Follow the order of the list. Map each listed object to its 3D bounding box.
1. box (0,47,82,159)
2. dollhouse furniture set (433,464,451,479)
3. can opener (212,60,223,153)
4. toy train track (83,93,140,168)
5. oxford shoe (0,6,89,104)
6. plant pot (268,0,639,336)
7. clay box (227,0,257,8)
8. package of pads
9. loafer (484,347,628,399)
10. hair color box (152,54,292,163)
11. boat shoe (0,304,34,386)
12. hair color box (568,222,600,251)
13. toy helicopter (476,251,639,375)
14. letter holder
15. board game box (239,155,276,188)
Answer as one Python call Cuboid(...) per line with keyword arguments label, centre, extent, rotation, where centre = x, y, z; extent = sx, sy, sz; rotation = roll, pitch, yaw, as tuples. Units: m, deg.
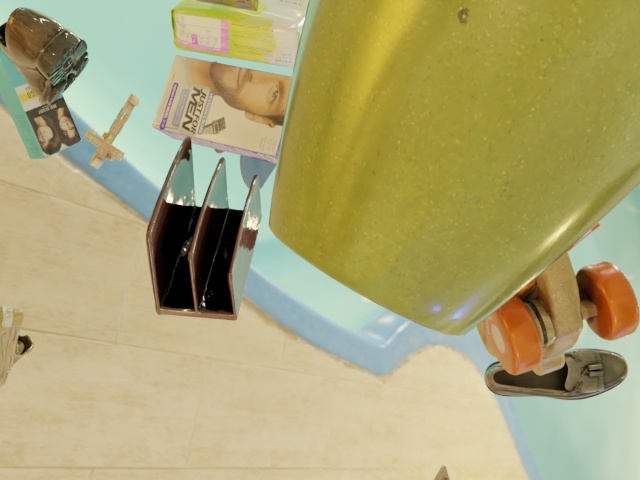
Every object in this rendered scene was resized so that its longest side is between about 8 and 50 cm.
Cuboid(label="box", centre=(-0.595, -0.299, 1.491), extent=(0.100, 0.060, 0.244), rotation=(-39, 120, -42))
Cuboid(label="dollhouse furniture set", centre=(0.288, 0.546, 1.385), extent=(0.123, 0.151, 0.144), rotation=(-46, 128, -38))
Cuboid(label="can opener", centre=(-0.272, -0.352, 1.910), extent=(0.095, 0.076, 0.283), rotation=(-38, 155, -19))
Cuboid(label="toy train track", centre=(-0.205, -0.109, 0.722), extent=(0.048, 0.014, 0.083), rotation=(36, 80, -47))
Cuboid(label="oxford shoe", centre=(-0.346, -0.234, 0.893), extent=(0.096, 0.227, 0.083), rotation=(39, 73, -12))
Cuboid(label="plant pot", centre=(0.099, -0.103, 0.419), extent=(0.275, 0.275, 0.293), rotation=(21, 99, -48))
Cuboid(label="clay box", centre=(-0.181, -0.468, 1.331), extent=(0.222, 0.127, 0.053), rotation=(-102, -159, -78))
Cuboid(label="package of pads", centre=(-0.158, -0.485, 1.590), extent=(0.229, 0.296, 0.101), rotation=(-69, 167, -50))
Cuboid(label="loafer", centre=(0.448, 0.258, 1.365), extent=(0.084, 0.267, 0.096), rotation=(39, 44, -72))
Cuboid(label="hair color box", centre=(-0.203, -0.301, 1.658), extent=(0.110, 0.338, 0.185), rotation=(27, 80, -68))
Cuboid(label="boat shoe", centre=(-0.445, 0.156, 1.020), extent=(0.072, 0.190, 0.068), rotation=(-4, 58, -25))
Cuboid(label="hair color box", centre=(0.505, -0.070, 1.517), extent=(0.053, 0.093, 0.167), rotation=(14, 43, -34))
Cuboid(label="toy helicopter", centre=(0.230, 0.057, 0.890), extent=(0.355, 0.140, 0.235), rotation=(83, -13, -69))
Cuboid(label="letter holder", centre=(-0.209, -0.036, 1.351), extent=(0.302, 0.152, 0.214), rotation=(-82, 176, -48))
Cuboid(label="board game box", centre=(-0.162, -0.218, 1.990), extent=(0.033, 0.169, 0.133), rotation=(-3, 54, -42))
